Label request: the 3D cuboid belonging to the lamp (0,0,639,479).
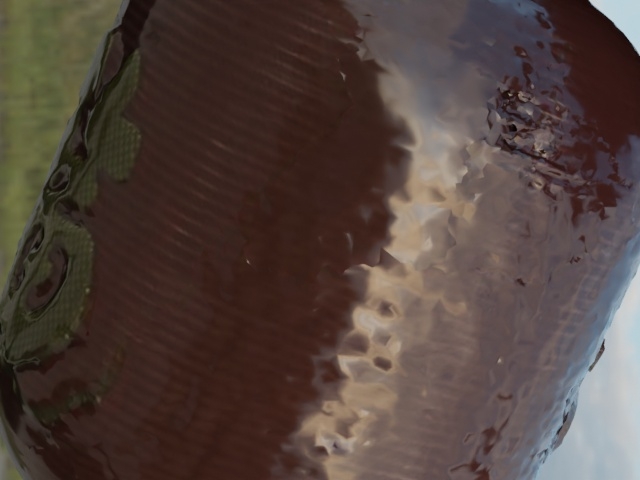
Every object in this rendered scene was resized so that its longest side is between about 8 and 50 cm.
[{"bbox_3d":[0.000,0.000,0.511,0.180,0.180,0.258,-99,-148,-80],"label":"lamp"}]
